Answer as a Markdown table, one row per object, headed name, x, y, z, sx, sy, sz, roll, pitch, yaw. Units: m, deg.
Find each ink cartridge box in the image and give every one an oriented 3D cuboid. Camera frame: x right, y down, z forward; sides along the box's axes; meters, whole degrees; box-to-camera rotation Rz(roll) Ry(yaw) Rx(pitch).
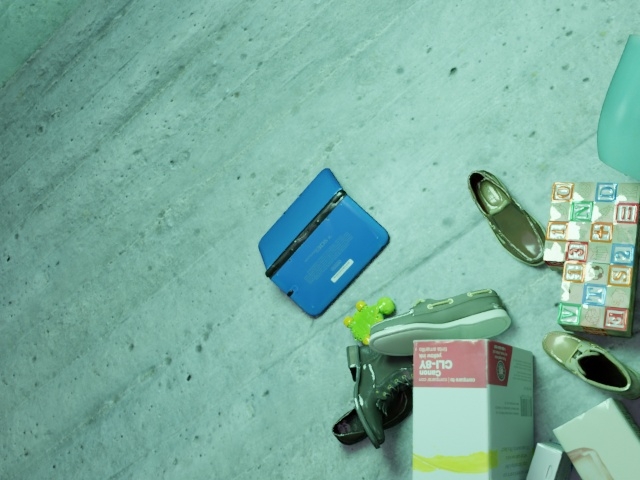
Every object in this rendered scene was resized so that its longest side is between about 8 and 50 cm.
| name | x | y | z | sx | sy | sz | roll | pitch | yaw |
| --- | --- | --- | --- | --- | --- | --- | --- | --- | --- |
| ink cartridge box | 0.447 | 0.440 | 1.393 | 0.052 | 0.122 | 0.088 | 16 | 85 | 34 |
| ink cartridge box | 0.302 | 0.397 | 1.400 | 0.161 | 0.279 | 0.384 | -6 | 74 | 31 |

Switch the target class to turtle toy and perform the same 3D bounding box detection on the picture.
| name | x | y | z | sx | sy | sz | roll | pitch | yaw |
| --- | --- | --- | --- | --- | --- | --- | --- | --- | --- |
| turtle toy | 0.123 | 0.187 | 1.696 | 0.095 | 0.066 | 0.130 | 43 | 100 | 31 |

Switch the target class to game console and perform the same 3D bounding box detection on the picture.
| name | x | y | z | sx | sy | sz | roll | pitch | yaw |
| --- | --- | --- | --- | --- | --- | --- | --- | --- | --- |
| game console | 0.000 | 0.000 | 1.848 | 0.250 | 0.173 | 0.293 | 43 | 103 | 1 |

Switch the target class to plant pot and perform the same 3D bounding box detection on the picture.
| name | x | y | z | sx | sy | sz | roll | pitch | yaw |
| --- | --- | --- | --- | --- | --- | --- | --- | --- | --- |
| plant pot | 0.664 | -0.220 | 1.351 | 0.293 | 0.293 | 0.235 | 35 | 114 | 34 |

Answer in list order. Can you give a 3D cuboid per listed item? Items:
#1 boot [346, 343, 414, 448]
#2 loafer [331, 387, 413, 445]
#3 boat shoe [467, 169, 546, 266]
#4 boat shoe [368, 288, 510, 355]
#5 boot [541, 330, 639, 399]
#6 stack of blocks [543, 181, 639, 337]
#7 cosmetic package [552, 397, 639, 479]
| name | x | y | z | sx | sy | sz | roll | pitch | yaw |
| --- | --- | --- | --- | --- | --- | --- | --- | --- | --- |
| boot | 0.184 | 0.306 | 1.572 | 0.229 | 0.091 | 0.262 | -13 | 59 | 4 |
| loafer | 0.116 | 0.399 | 1.634 | 0.220 | 0.078 | 0.080 | -39 | 60 | 15 |
| boat shoe | 0.399 | -0.051 | 1.571 | 0.095 | 0.095 | 0.257 | -43 | 59 | 15 |
| boat shoe | 0.248 | 0.174 | 1.552 | 0.305 | 0.109 | 0.091 | -10 | 51 | -2 |
| boot | 0.509 | 0.230 | 1.385 | 0.213 | 0.165 | 0.077 | 31 | 95 | 35 |
| stack of blocks | 0.546 | 0.036 | 1.451 | 0.171 | 0.087 | 0.297 | 3 | 76 | 31 |
| cosmetic package | 0.567 | 0.448 | 1.301 | 0.129 | 0.153 | 0.296 | -36 | 60 | 18 |
